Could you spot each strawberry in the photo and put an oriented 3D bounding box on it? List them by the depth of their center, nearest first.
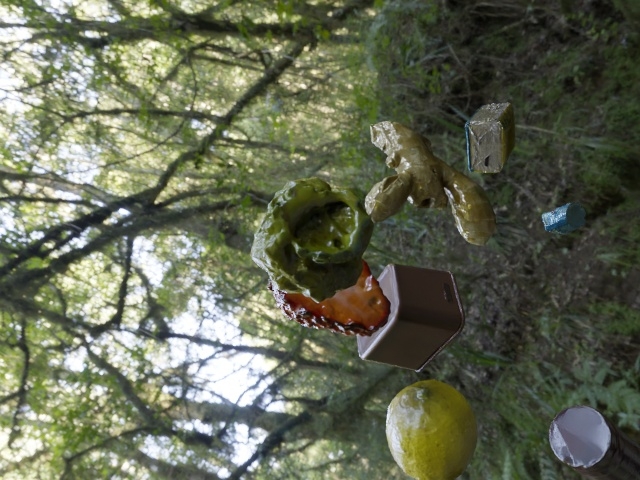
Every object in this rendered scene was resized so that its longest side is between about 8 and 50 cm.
[{"bbox_3d":[0.024,0.149,1.395,0.265,0.336,0.149,-41,-26,-32],"label":"strawberry"}]

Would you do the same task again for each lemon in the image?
[{"bbox_3d":[0.303,0.527,1.433,0.245,0.245,0.319,-44,-51,-46],"label":"lemon"}]

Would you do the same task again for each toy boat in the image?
[{"bbox_3d":[0.769,-0.062,1.680,0.215,0.102,0.088,-19,-92,-46],"label":"toy boat"}]

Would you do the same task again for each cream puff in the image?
[{"bbox_3d":[-0.002,0.000,1.087,0.282,0.185,0.281,-5,-80,-29],"label":"cream puff"}]

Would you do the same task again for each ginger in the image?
[{"bbox_3d":[0.280,-0.168,1.357,0.122,0.363,0.348,112,163,-58],"label":"ginger"}]

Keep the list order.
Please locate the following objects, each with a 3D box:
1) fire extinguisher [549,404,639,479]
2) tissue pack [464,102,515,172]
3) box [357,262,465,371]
[{"bbox_3d":[0.578,0.444,1.016,0.337,0.114,0.135,36,-123,-29],"label":"fire extinguisher"},{"bbox_3d":[0.610,-0.367,1.860,0.271,0.134,0.192,-44,-51,-52],"label":"tissue pack"},{"bbox_3d":[0.283,0.259,1.758,0.339,0.229,0.239,117,158,-44],"label":"box"}]
